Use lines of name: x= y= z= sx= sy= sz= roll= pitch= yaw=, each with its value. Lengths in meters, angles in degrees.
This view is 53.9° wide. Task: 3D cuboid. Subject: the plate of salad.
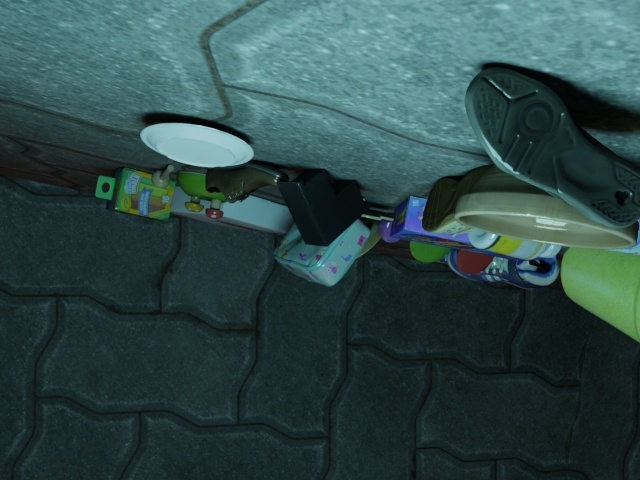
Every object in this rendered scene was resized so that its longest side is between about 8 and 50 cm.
plate of salad: x=-0.217 y=-0.176 z=1.119 sx=0.200 sy=0.048 sz=0.200 roll=5 pitch=167 yaw=1

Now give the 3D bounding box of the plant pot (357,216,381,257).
plant pot: x=0.078 y=-0.005 z=1.853 sx=0.236 sy=0.236 sz=0.032 roll=5 pitch=134 yaw=56

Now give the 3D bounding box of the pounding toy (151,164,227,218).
pounding toy: x=-0.342 y=-0.124 z=1.742 sx=0.237 sy=0.110 sz=0.183 roll=13 pitch=175 yaw=-29

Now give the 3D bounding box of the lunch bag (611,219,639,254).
lunch bag: x=0.449 y=-0.038 z=0.993 sx=0.129 sy=0.096 sz=0.151 roll=8 pitch=164 yaw=34

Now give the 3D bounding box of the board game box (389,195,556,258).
board game box: x=0.358 y=-0.022 z=1.514 sx=0.347 sy=0.078 sz=0.233 roll=11 pitch=176 yaw=-2

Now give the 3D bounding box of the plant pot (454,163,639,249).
plant pot: x=0.309 y=-0.062 z=0.859 sx=0.237 sy=0.109 sz=0.237 roll=10 pitch=175 yaw=1

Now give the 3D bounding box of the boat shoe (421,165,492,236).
boat shoe: x=0.259 y=-0.057 z=1.097 sx=0.089 sy=0.104 sz=0.285 roll=14 pitch=175 yaw=-12

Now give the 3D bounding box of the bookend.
bookend: x=0.010 y=-0.095 z=1.328 sx=0.072 sy=0.156 sz=0.157 roll=7 pitch=130 yaw=47

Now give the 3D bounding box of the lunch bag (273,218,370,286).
lunch bag: x=0.000 y=0.000 z=1.757 sx=0.108 sy=0.224 sz=0.279 roll=41 pitch=167 yaw=-29

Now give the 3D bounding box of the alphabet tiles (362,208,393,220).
alphabet tiles: x=0.063 y=-0.084 z=1.613 sx=0.237 sy=0.009 sz=0.198 roll=12 pitch=-171 yaw=-7

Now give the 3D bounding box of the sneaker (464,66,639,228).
sneaker: x=0.227 y=-0.101 z=0.658 sx=0.227 sy=0.087 sz=0.130 roll=28 pitch=-167 yaw=-19

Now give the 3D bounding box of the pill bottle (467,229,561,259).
pill bottle: x=0.401 y=-0.017 z=1.288 sx=0.184 sy=0.103 sz=0.103 roll=12 pitch=176 yaw=-23

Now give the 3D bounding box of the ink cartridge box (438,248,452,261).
ink cartridge box: x=0.505 y=0.051 z=2.148 sx=0.191 sy=0.082 sz=0.139 roll=12 pitch=176 yaw=-2

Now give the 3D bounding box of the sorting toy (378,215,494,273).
sorting toy: x=0.322 y=-0.014 z=1.812 sx=0.366 sy=0.127 sz=0.126 roll=15 pitch=-156 yaw=-19

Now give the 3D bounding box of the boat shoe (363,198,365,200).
boat shoe: x=0.046 y=-0.100 z=1.534 sx=0.133 sy=0.042 sz=0.049 roll=11 pitch=173 yaw=-23

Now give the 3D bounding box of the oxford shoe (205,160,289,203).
oxford shoe: x=-0.161 y=-0.123 z=1.374 sx=0.227 sy=0.096 sz=0.083 roll=6 pitch=172 yaw=38

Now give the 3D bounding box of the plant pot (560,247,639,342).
plant pot: x=0.591 y=0.071 z=1.133 sx=0.276 sy=0.276 sz=0.254 roll=13 pitch=-173 yaw=-27

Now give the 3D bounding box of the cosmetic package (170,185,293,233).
cosmetic package: x=-0.312 y=-0.103 z=2.093 sx=0.284 sy=0.097 sz=0.377 roll=18 pitch=172 yaw=-42

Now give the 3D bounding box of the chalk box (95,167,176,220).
chalk box: x=-0.569 y=-0.144 z=1.917 sx=0.213 sy=0.132 sz=0.132 roll=12 pitch=176 yaw=-31

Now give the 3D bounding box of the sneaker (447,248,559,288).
sneaker: x=0.571 y=0.062 z=1.947 sx=0.323 sy=0.130 sz=0.236 roll=15 pitch=167 yaw=4
